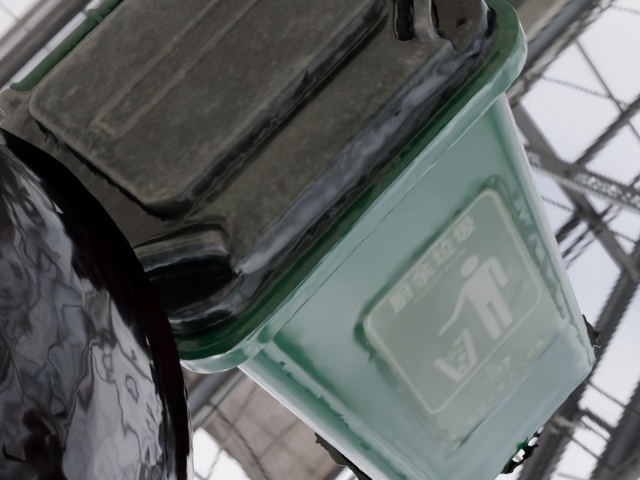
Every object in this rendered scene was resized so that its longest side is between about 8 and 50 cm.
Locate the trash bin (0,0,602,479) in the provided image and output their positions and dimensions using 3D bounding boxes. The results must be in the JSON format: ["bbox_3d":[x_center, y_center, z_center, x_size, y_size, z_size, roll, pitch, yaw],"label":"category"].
[{"bbox_3d":[0.000,0.000,0.730,0.259,0.381,0.295,-46,-135,-10],"label":"trash bin"}]

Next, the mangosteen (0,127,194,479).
[{"bbox_3d":[-0.215,0.139,0.372,0.382,0.382,0.435,-25,-102,28],"label":"mangosteen"}]
